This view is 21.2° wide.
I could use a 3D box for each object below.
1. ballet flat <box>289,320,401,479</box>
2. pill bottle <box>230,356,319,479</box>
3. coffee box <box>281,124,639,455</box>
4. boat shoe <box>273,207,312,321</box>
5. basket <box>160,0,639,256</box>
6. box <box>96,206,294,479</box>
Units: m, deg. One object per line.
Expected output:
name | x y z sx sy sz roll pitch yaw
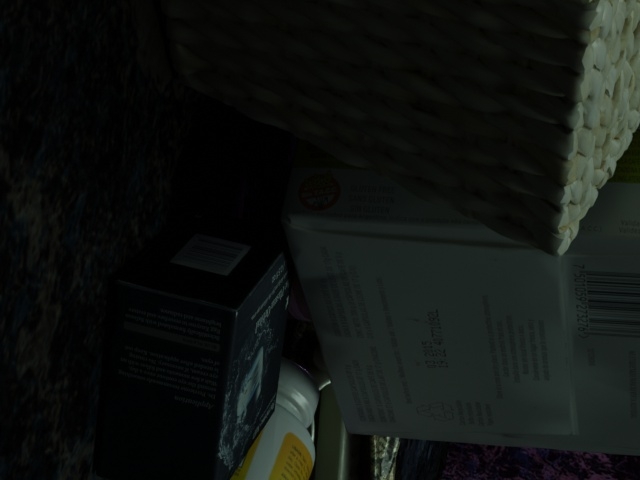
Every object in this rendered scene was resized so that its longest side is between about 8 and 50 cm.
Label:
ballet flat | 0.002 0.280 1.790 0.182 0.164 0.482 -23 121 -53
pill bottle | -0.072 0.195 1.366 0.117 0.118 0.208 88 19 -52
coffee box | 0.183 -0.052 1.377 0.337 0.338 0.334 76 20 -55
boat shoe | 0.000 0.000 1.563 0.285 0.092 0.103 -49 131 -62
basket | 0.079 -0.216 1.064 0.266 0.331 0.328 -56 163 -21
box | -0.087 0.080 1.234 0.156 0.093 0.158 -53 154 -64
